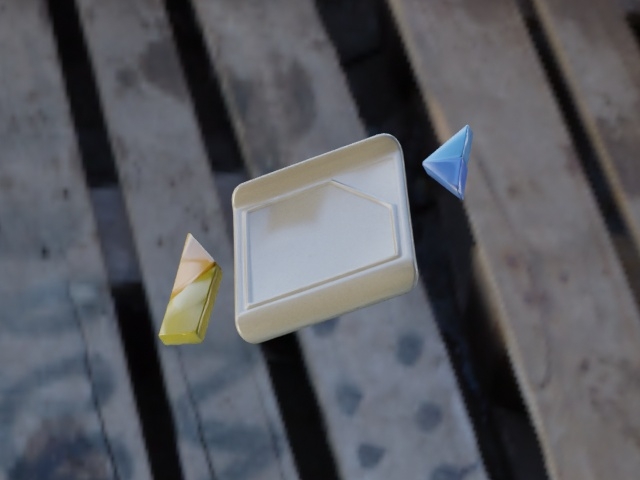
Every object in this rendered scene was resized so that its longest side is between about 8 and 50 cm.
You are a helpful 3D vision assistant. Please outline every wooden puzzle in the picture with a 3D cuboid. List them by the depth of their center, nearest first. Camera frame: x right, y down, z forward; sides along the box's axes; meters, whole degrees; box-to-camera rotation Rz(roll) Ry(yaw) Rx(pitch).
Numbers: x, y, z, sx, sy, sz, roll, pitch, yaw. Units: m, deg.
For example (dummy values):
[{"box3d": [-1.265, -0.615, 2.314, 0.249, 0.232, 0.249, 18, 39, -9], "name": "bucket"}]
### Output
[{"box3d": [0.000, 0.000, 0.691, 0.116, 0.014, 0.078, -14, 47, 19], "name": "wooden puzzle"}]
